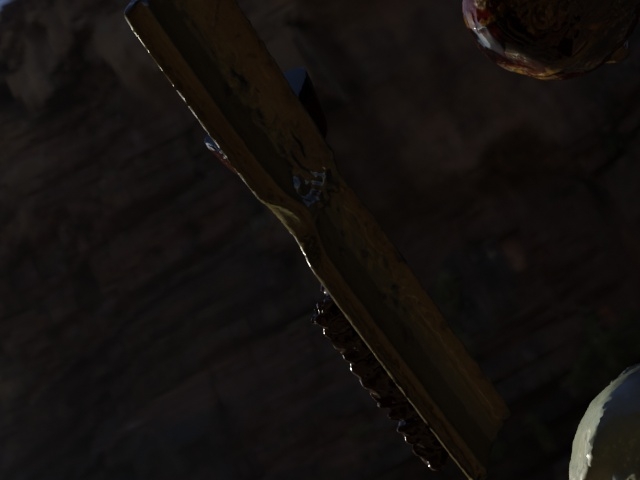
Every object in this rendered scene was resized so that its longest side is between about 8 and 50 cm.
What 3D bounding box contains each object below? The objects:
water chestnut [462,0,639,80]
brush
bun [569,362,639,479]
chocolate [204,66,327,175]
[{"bbox_3d":[0.270,-0.298,1.639,0.224,0.238,0.223,-26,12,6],"label":"water chestnut"},{"bbox_3d":[0.000,0.000,0.544,0.036,0.043,0.248,-14,-56,37],"label":"brush"},{"bbox_3d":[0.355,0.269,1.271,0.194,0.354,0.354,-42,-26,7],"label":"bun"},{"bbox_3d":[-0.050,-0.095,1.421,0.125,0.148,0.080,-25,-60,25],"label":"chocolate"}]
